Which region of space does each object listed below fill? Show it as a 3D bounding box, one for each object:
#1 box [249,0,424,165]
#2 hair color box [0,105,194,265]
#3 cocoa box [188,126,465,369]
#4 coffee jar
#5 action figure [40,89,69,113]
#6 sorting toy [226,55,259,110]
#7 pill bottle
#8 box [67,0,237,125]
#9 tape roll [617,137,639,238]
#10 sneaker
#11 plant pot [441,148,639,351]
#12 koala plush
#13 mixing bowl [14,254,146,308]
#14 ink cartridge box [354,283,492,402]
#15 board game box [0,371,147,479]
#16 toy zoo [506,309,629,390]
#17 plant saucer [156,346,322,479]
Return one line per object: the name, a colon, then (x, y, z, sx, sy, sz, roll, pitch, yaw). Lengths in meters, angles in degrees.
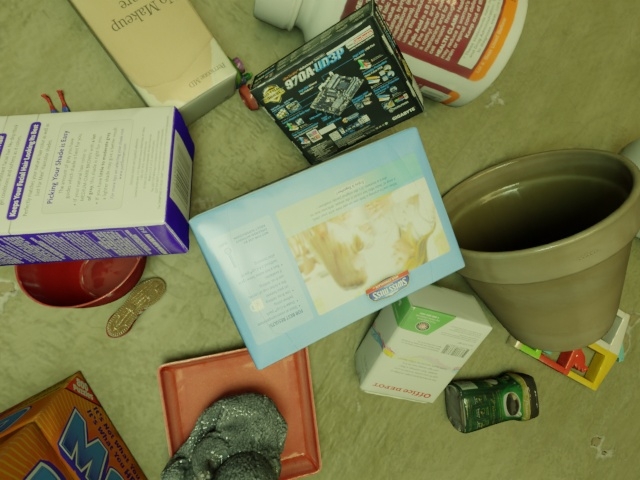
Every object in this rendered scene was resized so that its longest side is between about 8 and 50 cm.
box: (0.028, -0.232, 0.649, 0.220, 0.051, 0.175, -21, 135, 28)
hair color box: (-0.358, -0.072, 0.565, 0.338, 0.110, 0.185, -3, 67, -2)
cocoa box: (0.000, 0.000, 0.661, 0.347, 0.228, 0.232, -24, 99, -11)
coffee jar: (0.355, 0.329, 0.844, 0.184, 0.079, 0.096, -4, 87, -13)
action figure: (-0.407, -0.178, 0.655, 0.038, 0.030, 0.115, -22, 100, -17)
sorting toy: (-0.128, -0.275, 0.701, 0.042, 0.061, 0.102, -36, 124, -10)
pill bottle: (0.104, -0.388, 0.669, 0.392, 0.224, 0.224, 15, 89, -15)
box: (-0.276, -0.337, 0.629, 0.148, 0.121, 0.311, -38, 101, -10)
tape roll: (0.714, -0.084, 0.805, 0.286, 0.286, 0.100, 37, 85, -13)
sneaker: (-0.314, 0.114, 0.691, 0.042, 0.067, 0.118, 44, 53, -10)
plant pot: (0.397, 0.035, 0.737, 0.323, 0.323, 0.280, -34, 113, -10)
koala plush: (-0.121, 0.356, 0.606, 0.196, 0.221, 0.203, 27, 86, -13)
mixing bowl: (-0.343, 0.029, 0.629, 0.181, 0.098, 0.182, 0, 65, 1)
ink cartridge box: (0.174, 0.185, 0.740, 0.154, 0.093, 0.212, 15, 119, -13)
board game box: (-0.438, 0.464, 0.512, 0.356, 0.356, 0.356, -28, 99, -11)
toy zoo: (0.573, 0.208, 0.916, 0.293, 0.030, 0.192, 29, 86, -13)
plant saucer: (-0.139, 0.316, 0.738, 0.258, 0.047, 0.259, -8, 94, -13)
